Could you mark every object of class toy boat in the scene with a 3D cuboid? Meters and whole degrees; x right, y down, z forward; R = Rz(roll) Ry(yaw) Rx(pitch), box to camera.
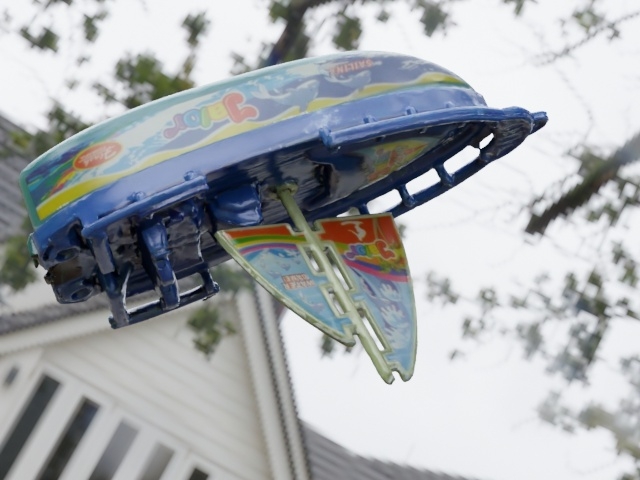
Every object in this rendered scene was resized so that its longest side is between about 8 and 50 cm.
[{"bbox_3d":[0.000,0.000,0.478,0.091,0.175,0.110,94,-27,-67],"label":"toy boat"}]
